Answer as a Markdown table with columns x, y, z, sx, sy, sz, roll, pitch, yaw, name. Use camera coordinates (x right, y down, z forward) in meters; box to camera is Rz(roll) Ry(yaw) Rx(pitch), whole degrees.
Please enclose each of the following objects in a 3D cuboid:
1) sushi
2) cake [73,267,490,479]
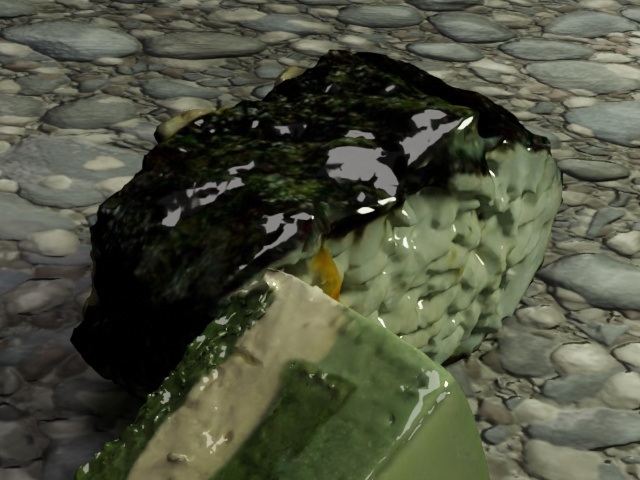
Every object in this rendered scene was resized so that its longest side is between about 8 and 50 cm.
| x | y | z | sx | sy | sz | roll | pitch | yaw | name |
| --- | --- | --- | --- | --- | --- | --- | --- | --- | --- |
| 0.000 | 0.000 | 1.065 | 0.350 | 0.211 | 0.171 | -26 | 45 | -32 | sushi |
| -0.055 | 0.139 | 0.816 | 0.283 | 0.172 | 0.158 | -20 | 34 | -38 | cake |
